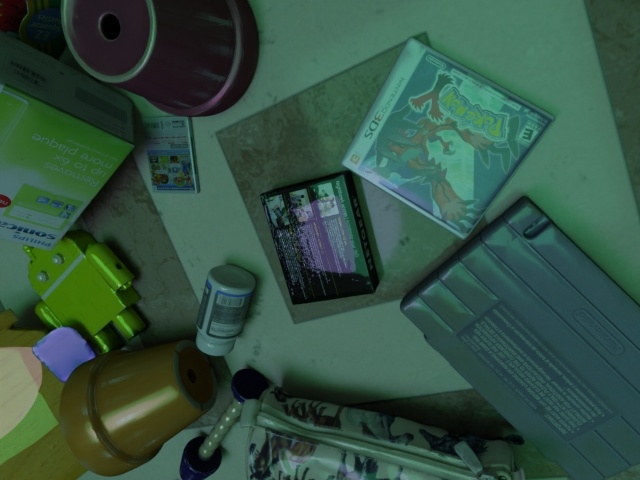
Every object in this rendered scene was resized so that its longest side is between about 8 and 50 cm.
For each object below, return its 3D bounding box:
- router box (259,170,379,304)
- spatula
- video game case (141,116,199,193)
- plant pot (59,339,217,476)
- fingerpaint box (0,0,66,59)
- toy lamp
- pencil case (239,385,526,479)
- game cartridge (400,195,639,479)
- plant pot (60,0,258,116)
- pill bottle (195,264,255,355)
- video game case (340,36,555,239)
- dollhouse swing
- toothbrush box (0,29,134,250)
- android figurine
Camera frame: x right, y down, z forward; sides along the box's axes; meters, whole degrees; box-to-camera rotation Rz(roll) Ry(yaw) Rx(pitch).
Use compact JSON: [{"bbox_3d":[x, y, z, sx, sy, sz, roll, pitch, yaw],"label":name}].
[{"bbox_3d":[0.000,0.000,0.618,0.133,0.046,0.178,-11,103,21],"label":"router box"},{"bbox_3d":[-0.417,0.285,0.816,0.084,0.030,0.296,-40,112,-6],"label":"spatula"},{"bbox_3d":[-0.243,-0.137,0.678,0.087,0.011,0.122,3,107,17],"label":"video game case"},{"bbox_3d":[-0.295,0.269,0.730,0.188,0.205,0.205,-26,96,7],"label":"plant pot"},{"bbox_3d":[-0.572,-0.275,0.511,0.371,0.445,0.163,-39,92,24],"label":"fingerpaint box"},{"bbox_3d":[-0.188,0.354,0.771,0.080,0.080,0.274,34,114,6],"label":"toy lamp"},{"bbox_3d":[0.082,0.332,0.626,0.411,0.160,0.183,6,127,17],"label":"pencil case"},{"bbox_3d":[0.306,0.143,0.553,0.355,0.068,0.230,45,118,1],"label":"game cartridge"},{"bbox_3d":[-0.206,-0.263,0.536,0.201,0.180,0.201,5,107,16],"label":"plant pot"},{"bbox_3d":[-0.160,0.117,0.690,0.078,0.078,0.137,24,112,11],"label":"pill bottle"},{"bbox_3d":[0.153,-0.127,0.541,0.201,0.023,0.183,33,114,7],"label":"video game case"},{"bbox_3d":[-0.641,0.340,0.911,0.315,0.305,0.346,-36,102,-15],"label":"dollhouse swing"},{"bbox_3d":[-0.451,-0.132,0.632,0.283,0.206,0.122,-37,52,25],"label":"toothbrush box"},{"bbox_3d":[-0.457,0.094,0.797,0.248,0.056,0.272,-35,95,24],"label":"android figurine"}]
